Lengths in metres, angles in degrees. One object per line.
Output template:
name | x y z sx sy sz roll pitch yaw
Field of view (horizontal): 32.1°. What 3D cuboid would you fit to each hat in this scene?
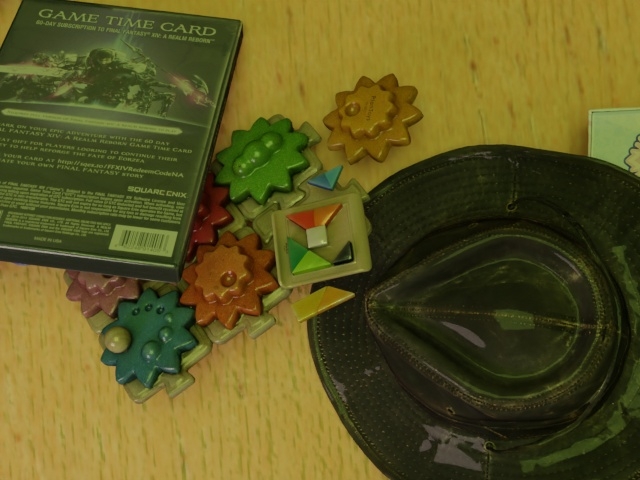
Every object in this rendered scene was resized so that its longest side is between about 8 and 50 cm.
hat | 0.124 0.065 0.842 0.332 0.134 0.331 -3 83 22

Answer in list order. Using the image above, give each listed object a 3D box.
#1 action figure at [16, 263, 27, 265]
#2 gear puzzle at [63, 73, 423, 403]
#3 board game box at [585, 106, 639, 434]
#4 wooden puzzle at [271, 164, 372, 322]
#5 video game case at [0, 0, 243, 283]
action figure | -0.322 -0.016 0.916 0.280 0.091 0.139 -24 100 7
gear puzzle | -0.055 -0.023 0.905 0.339 0.044 0.175 -37 55 -1
board game box | 0.358 0.052 0.835 0.318 0.066 0.318 1 86 33
wooden puzzle | 0.000 0.000 0.853 0.079 0.014 0.116 -18 64 6
video game case | -0.181 -0.091 0.889 0.196 0.026 0.274 7 51 3
